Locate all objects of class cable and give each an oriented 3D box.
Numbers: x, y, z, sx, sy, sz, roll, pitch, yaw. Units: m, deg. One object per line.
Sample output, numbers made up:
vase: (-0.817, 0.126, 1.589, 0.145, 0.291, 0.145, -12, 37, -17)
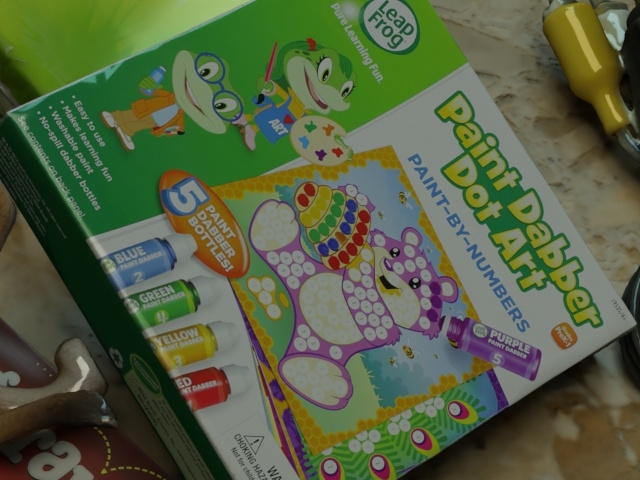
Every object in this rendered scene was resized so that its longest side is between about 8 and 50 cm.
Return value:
cable: (0.206, -0.037, 1.095, 0.140, 0.072, 0.287, 5, 65, -20)

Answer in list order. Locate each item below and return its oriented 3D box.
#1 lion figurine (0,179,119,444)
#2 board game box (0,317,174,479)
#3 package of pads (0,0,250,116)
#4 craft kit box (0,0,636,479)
lion figurine: (-0.284, 0.002, 0.951, 0.240, 0.142, 0.392, -31, 58, -12)
board game box: (-0.145, 0.147, 0.944, 0.281, 0.027, 0.145, 39, 60, 23)
package of pads: (-0.125, -0.182, 1.139, 0.229, 0.101, 0.296, -30, 61, -21)
craft kit box: (0.000, 0.000, 0.968, 0.247, 0.061, 0.250, -29, 84, -33)
